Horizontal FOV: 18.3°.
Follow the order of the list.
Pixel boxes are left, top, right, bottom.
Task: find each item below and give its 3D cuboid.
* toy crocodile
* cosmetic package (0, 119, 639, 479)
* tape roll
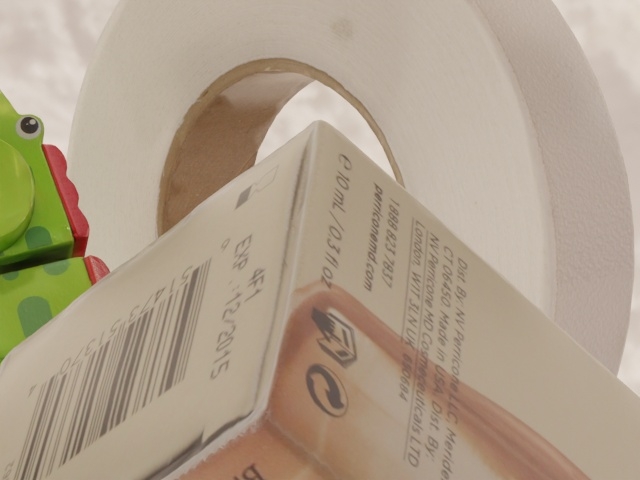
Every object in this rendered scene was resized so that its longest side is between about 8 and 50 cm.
[{"bbox_3d":[-0.149,0.040,1.058,0.105,0.341,0.115,-15,158,-15],"label":"toy crocodile"},{"bbox_3d":[0.046,0.125,0.593,0.296,0.129,0.153,39,124,-22],"label":"cosmetic package"},{"bbox_3d":[0.000,0.000,1.101,0.072,0.392,0.392,-6,121,-44],"label":"tape roll"}]
